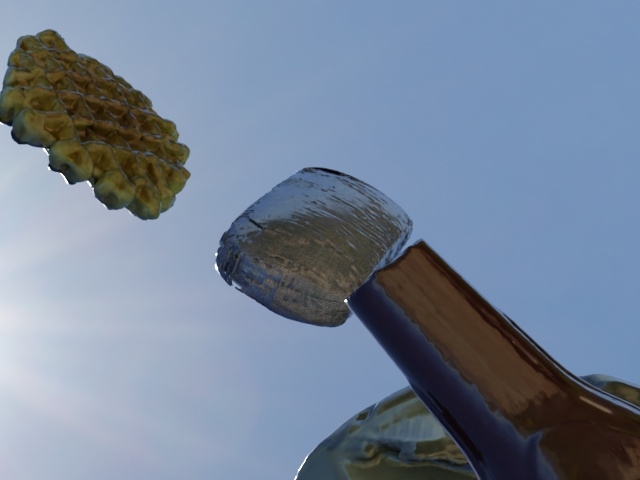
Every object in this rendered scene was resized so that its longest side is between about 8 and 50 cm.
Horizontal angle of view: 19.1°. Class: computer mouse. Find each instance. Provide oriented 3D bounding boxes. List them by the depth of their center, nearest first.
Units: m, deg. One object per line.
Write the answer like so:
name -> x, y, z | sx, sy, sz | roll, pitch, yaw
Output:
computer mouse -> 0.193, 0.195, 1.630 | 0.228, 0.429, 0.145 | 86, -170, -53

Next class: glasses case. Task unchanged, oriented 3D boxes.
glasses case -> 0.000, 0.000, 1.448 | 0.109, 0.067, 0.282 | 26, -160, 6

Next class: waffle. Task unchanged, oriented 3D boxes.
waffle -> -0.172, -0.090, 1.466 | 0.169, 0.036, 0.183 | 35, -155, -16

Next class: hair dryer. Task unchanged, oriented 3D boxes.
hair dryer -> 0.137, 0.105, 0.926 | 0.312, 0.123, 0.340 | 48, 173, 9
